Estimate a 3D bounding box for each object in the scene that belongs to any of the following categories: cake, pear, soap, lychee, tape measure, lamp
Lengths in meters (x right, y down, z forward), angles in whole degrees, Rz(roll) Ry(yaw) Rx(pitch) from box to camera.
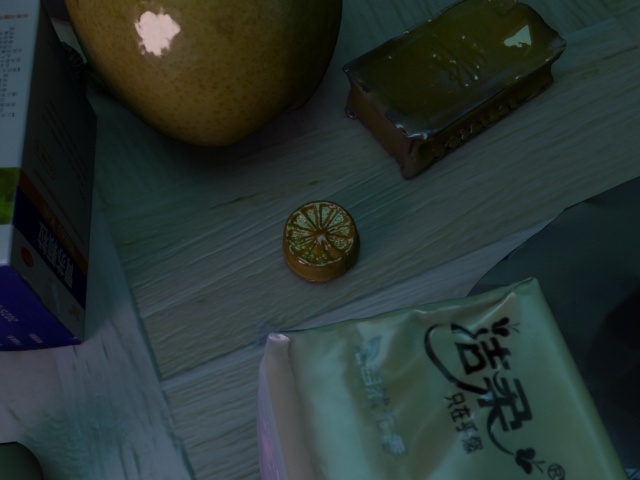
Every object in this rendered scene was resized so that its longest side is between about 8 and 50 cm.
[{"bbox_3d":[0.000,0.000,0.772,0.084,0.044,0.084,-1,65,3],"label":"cake"},{"bbox_3d":[-0.115,-0.264,0.770,0.314,0.314,0.314,-1,64,2],"label":"pear"},{"bbox_3d":[0.152,-0.190,0.843,0.233,0.076,0.135,-34,66,-12],"label":"soap"},{"bbox_3d":[-0.315,-0.208,0.875,0.067,0.068,0.083,-3,63,-21],"label":"lychee"},{"bbox_3d":[0.271,0.110,0.655,0.259,0.138,0.262,-32,66,-11],"label":"tape measure"},{"bbox_3d":[-0.289,0.262,0.641,0.091,0.091,0.163,-5,78,0],"label":"lamp"}]

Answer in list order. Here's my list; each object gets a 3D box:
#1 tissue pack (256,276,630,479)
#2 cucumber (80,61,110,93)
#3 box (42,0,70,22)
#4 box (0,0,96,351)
[{"bbox_3d":[0.093,0.277,0.473,0.205,0.332,0.405,-13,64,-9],"label":"tissue pack"},{"bbox_3d":[-0.226,-0.257,0.904,0.058,0.058,0.187,21,65,12],"label":"cucumber"},{"bbox_3d":[-0.282,-0.401,0.921,0.149,0.155,0.231,20,67,21],"label":"box"},{"bbox_3d":[-0.306,-0.064,0.731,0.106,0.200,0.300,-6,63,-2],"label":"box"}]
